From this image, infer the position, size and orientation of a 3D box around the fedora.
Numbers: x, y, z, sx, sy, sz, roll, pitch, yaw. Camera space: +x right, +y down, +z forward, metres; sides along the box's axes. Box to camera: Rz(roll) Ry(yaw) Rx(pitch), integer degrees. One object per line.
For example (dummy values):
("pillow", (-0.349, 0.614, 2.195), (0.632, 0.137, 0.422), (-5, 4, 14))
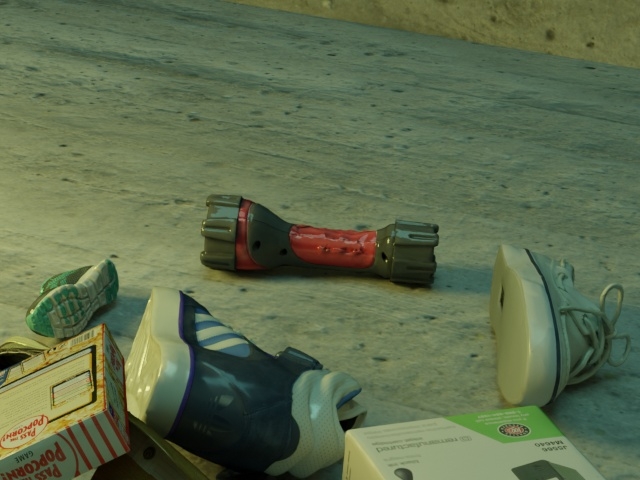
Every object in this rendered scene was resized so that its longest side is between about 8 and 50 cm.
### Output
("fedora", (-0.143, 0.227, 1.215), (0.079, 0.194, 0.194), (-48, 44, -14))

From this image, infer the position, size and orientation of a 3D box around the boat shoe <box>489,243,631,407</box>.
("boat shoe", (0.285, 0.101, 1.595), (0.157, 0.135, 0.367), (8, 13, 1))

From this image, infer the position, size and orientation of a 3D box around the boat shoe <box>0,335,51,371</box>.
("boat shoe", (-0.291, 0.141, 1.481), (0.152, 0.056, 0.049), (7, 26, 31))

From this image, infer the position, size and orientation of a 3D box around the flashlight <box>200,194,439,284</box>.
("flashlight", (0.000, 0.000, 1.798), (0.304, 0.103, 0.103), (5, 21, 3))

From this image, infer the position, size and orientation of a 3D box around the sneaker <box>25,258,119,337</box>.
("sneaker", (-0.308, 0.073, 1.647), (0.076, 0.065, 0.166), (-4, 14, 24))

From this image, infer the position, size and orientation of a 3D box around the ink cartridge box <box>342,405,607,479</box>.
("ink cartridge box", (0.156, 0.262, 1.177), (0.198, 0.114, 0.273), (-5, 24, -20))

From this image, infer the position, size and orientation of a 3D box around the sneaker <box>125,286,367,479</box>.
("sneaker", (-0.076, 0.155, 1.429), (0.236, 0.130, 0.323), (18, 6, -13))

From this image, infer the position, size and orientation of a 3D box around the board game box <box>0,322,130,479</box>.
("board game box", (-0.238, 0.150, 1.169), (0.147, 0.045, 0.193), (-25, 20, 0))
